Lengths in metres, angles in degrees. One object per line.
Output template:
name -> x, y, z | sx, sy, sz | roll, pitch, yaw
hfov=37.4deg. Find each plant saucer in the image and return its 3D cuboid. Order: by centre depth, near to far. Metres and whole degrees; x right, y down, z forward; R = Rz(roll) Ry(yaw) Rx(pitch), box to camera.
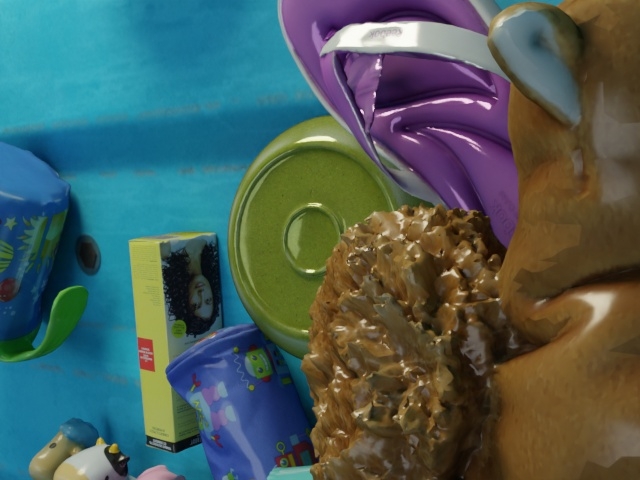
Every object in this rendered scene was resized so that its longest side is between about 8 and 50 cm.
plant saucer -> 0.000, 0.000, 0.888 | 0.241, 0.037, 0.240 | 0, 89, 33

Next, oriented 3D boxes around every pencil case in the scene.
pencil case -> -0.056, 0.238, 0.958 | 0.133, 0.119, 0.306 | -32, 76, 45

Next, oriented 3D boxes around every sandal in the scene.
sandal -> 0.085, -0.099, 0.712 | 0.416, 0.102, 0.169 | 49, 126, 26

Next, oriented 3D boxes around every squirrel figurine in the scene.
squirrel figurine -> 0.136, 0.059, 0.519 | 0.397, 0.281, 0.370 | -11, 93, 31

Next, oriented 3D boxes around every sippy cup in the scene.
sippy cup -> -0.432, -0.002, 1.196 | 0.224, 0.306, 0.240 | -60, 15, 19

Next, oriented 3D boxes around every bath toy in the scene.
bath toy -> -0.194, 0.313, 1.096 | 0.348, 0.151, 0.129 | 13, 70, 39

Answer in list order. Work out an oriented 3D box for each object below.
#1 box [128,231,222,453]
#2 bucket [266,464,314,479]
box -> -0.155, 0.109, 1.045 | 0.058, 0.087, 0.232 | 4, 101, 41
bucket -> 0.049, 0.302, 0.743 | 0.183, 0.281, 0.281 | 0, 99, 7
